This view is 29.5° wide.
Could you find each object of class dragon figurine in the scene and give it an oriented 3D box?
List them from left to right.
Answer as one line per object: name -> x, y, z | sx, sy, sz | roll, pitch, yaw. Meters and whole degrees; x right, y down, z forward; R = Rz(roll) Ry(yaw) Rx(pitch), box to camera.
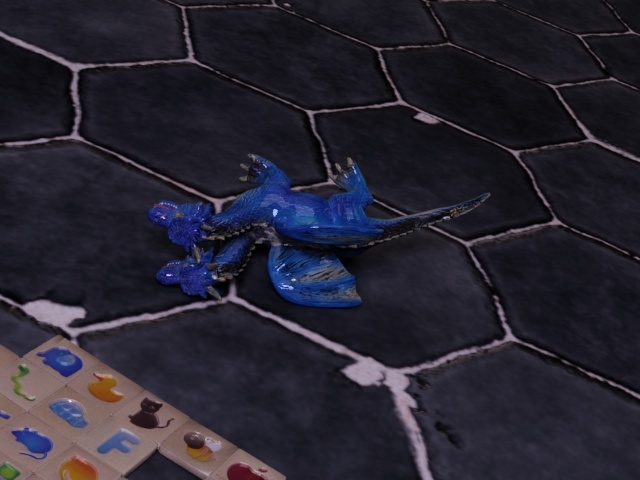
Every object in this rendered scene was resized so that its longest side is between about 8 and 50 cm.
dragon figurine -> 0.000, 0.000, 1.004 | 0.289, 0.085, 0.144 | 8, 33, -10

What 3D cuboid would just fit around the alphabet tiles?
alphabet tiles -> -0.167, 0.138, 0.761 | 0.237, 0.009, 0.198 | 29, 31, 17
